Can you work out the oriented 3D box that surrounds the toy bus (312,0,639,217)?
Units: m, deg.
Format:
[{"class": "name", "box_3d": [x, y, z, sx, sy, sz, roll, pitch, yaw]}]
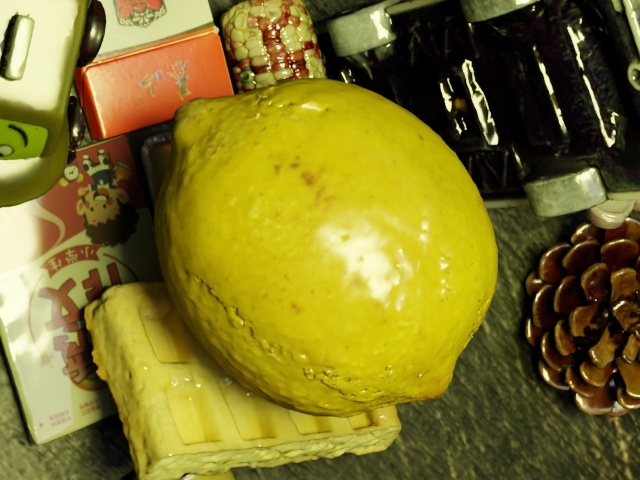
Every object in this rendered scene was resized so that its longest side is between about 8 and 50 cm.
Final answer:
[{"class": "toy bus", "box_3d": [0.204, -0.150, 1.392, 0.249, 0.440, 0.209, -26, 101, -28]}]

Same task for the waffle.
[{"class": "waffle", "box_3d": [-0.061, 0.113, 1.409, 0.274, 0.057, 0.168, -1, 61, -36]}]

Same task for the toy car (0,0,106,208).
[{"class": "toy car", "box_3d": [-0.257, -0.141, 1.253, 0.204, 0.198, 0.248, 12, 92, -24]}]

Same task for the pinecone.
[{"class": "pinecone", "box_3d": [0.300, 0.080, 1.582, 0.207, 0.207, 0.208, 0, 89, -28]}]

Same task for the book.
[{"class": "book", "box_3d": [-0.208, 0.041, 1.401, 0.162, 0.022, 0.232, -19, 98, -27]}]

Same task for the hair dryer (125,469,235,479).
[{"class": "hair dryer", "box_3d": [-0.183, 0.294, 1.386, 0.278, 0.090, 0.135, -27, 104, -20]}]

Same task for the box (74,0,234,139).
[{"class": "box", "box_3d": [-0.170, -0.222, 1.418, 0.139, 0.035, 0.245, -18, 98, -27]}]

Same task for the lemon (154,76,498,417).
[{"class": "lemon", "box_3d": [0.000, 0.000, 1.310, 0.310, 0.258, 0.258, 44, 69, -2]}]

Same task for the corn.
[{"class": "corn", "box_3d": [-0.023, -0.100, 1.467, 0.086, 0.086, 0.253, -20, 99, -27]}]

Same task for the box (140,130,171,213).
[{"class": "box", "box_3d": [-0.099, -0.042, 1.438, 0.089, 0.062, 0.122, -17, 98, -27]}]

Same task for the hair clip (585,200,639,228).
[{"class": "hair clip", "box_3d": [0.328, -0.100, 1.623, 0.146, 0.075, 0.257, 38, 59, 19]}]
